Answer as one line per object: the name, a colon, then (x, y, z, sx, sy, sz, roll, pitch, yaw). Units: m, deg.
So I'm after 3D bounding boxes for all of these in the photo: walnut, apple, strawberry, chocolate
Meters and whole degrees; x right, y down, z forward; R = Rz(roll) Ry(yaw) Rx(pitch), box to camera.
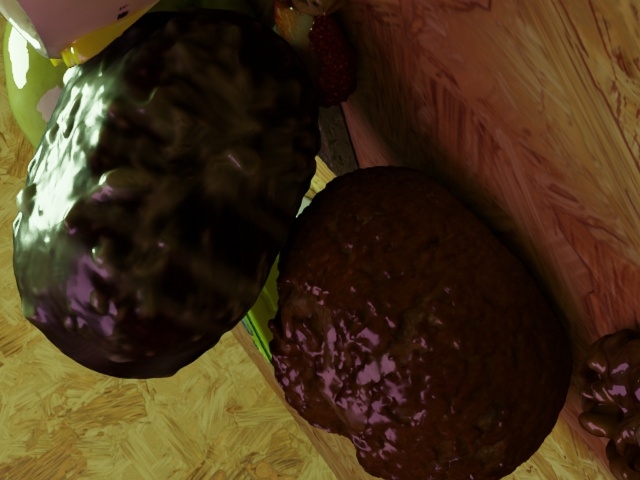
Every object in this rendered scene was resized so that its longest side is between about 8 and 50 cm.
walnut: (0.236, 0.135, 0.925, 0.143, 0.069, 0.170, 57, 172, -11)
apple: (-0.189, -0.183, 1.325, 0.262, 0.262, 0.262, 53, 169, 16)
strawberry: (-0.003, -0.170, 1.129, 0.104, 0.048, 0.152, 58, 166, 16)
chocolate: (-0.121, -0.048, 1.099, 0.225, 0.340, 0.210, 25, 172, -18)

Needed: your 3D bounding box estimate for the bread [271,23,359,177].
bread: (-0.021, -0.148, 1.297, 0.112, 0.036, 0.193, 49, 167, 36)

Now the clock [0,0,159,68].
clock: (-0.224, -0.355, 1.019, 0.377, 0.250, 0.368, 53, 171, -18)

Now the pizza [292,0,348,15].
pizza: (-0.038, -0.247, 0.897, 0.226, 0.069, 0.147, 58, -160, -31)

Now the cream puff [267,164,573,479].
cream puff: (0.068, 0.085, 1.126, 0.303, 0.212, 0.303, 50, 163, 21)

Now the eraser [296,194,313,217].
eraser: (0.001, -0.001, 1.556, 0.243, 0.059, 0.204, 44, 164, 36)

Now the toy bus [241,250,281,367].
toy bus: (-0.063, 0.054, 1.794, 0.150, 0.128, 0.262, 49, 167, 52)
